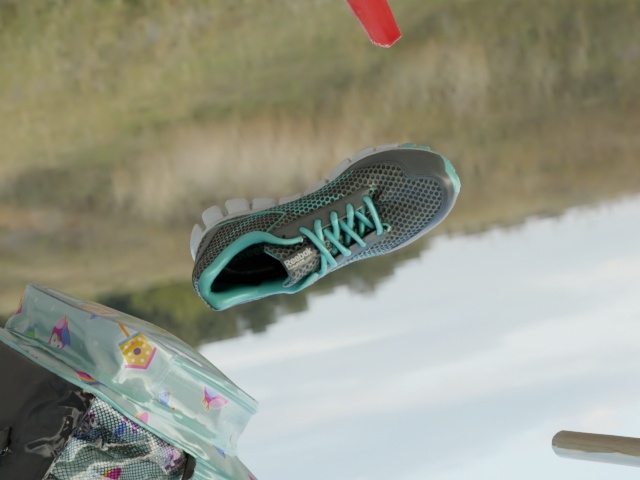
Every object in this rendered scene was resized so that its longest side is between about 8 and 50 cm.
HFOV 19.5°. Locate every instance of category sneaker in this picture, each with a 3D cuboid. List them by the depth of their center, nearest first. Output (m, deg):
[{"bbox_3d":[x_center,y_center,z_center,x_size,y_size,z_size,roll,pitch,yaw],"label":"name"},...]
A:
[{"bbox_3d":[0.000,0.000,1.040,0.166,0.065,0.076,-22,-160,18],"label":"sneaker"}]

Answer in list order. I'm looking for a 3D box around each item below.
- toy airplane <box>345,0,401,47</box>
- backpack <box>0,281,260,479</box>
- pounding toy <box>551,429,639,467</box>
[{"bbox_3d":[-0.019,-0.146,0.790,0.151,0.151,0.028,-12,166,-40],"label":"toy airplane"},{"bbox_3d":[-0.113,0.118,1.016,0.166,0.188,0.144,14,-116,54],"label":"backpack"},{"bbox_3d":[0.237,0.033,1.033,0.237,0.110,0.183,-34,-162,-14],"label":"pounding toy"}]
